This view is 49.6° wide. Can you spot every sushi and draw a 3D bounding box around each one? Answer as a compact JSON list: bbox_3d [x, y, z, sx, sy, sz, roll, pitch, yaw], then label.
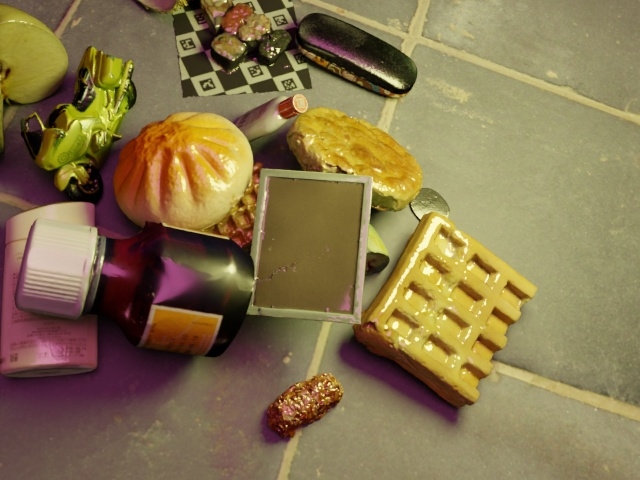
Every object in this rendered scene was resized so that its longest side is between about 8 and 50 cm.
[{"bbox_3d":[-0.193,-0.517,1.693,0.320,0.069,0.339,-5,68,-14],"label":"sushi"}]

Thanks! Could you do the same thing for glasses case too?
[{"bbox_3d":[0.090,-0.459,1.718,0.321,0.082,0.122,25,58,-5],"label":"glasses case"}]

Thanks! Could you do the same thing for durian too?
[{"bbox_3d":[-0.371,-0.623,1.653,0.252,0.139,0.144,27,79,29],"label":"durian"}]

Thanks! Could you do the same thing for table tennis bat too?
[{"bbox_3d":[0.274,-0.059,1.626,0.087,0.013,0.156,-32,76,-23],"label":"table tennis bat"}]

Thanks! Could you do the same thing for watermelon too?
[{"bbox_3d":[0.000,0.000,1.465,0.201,0.213,0.261,-45,78,-4],"label":"watermelon"}]

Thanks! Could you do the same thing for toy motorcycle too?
[{"bbox_3d":[-0.512,-0.255,1.469,0.142,0.206,0.342,-4,61,32],"label":"toy motorcycle"}]

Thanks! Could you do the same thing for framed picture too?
[{"bbox_3d":[-0.022,0.009,1.347,0.231,0.018,0.293,5,80,7],"label":"framed picture"}]

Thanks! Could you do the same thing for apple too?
[{"bbox_3d":[-0.685,-0.346,1.408,0.233,0.258,0.295,22,65,1],"label":"apple"}]

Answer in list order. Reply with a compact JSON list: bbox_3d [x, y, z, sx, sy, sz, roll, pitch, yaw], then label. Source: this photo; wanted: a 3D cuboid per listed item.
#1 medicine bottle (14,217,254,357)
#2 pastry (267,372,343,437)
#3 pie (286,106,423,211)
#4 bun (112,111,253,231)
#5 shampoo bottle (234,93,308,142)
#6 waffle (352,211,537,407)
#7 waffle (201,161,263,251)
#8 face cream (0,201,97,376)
[{"bbox_3d":[-0.343,0.069,1.280,0.395,0.242,0.243,18,64,-20],"label":"medicine bottle"},{"bbox_3d":[-0.029,0.320,1.369,0.169,0.063,0.087,-30,79,-23],"label":"pastry"},{"bbox_3d":[0.079,-0.185,1.528,0.339,0.083,0.339,23,30,-14],"label":"pie"},{"bbox_3d":[-0.287,-0.157,1.409,0.298,0.165,0.299,-9,54,12],"label":"bun"},{"bbox_3d":[-0.111,-0.272,1.526,0.051,0.221,0.108,47,56,-25],"label":"shampoo bottle"},{"bbox_3d":[0.268,0.140,1.475,0.304,0.077,0.348,37,65,-6],"label":"waffle"},{"bbox_3d":[-0.185,-0.084,1.512,0.229,0.057,0.219,-28,75,-20],"label":"waffle"},{"bbox_3d":[-0.528,0.087,1.352,0.173,0.081,0.349,-2,67,-18],"label":"face cream"}]
